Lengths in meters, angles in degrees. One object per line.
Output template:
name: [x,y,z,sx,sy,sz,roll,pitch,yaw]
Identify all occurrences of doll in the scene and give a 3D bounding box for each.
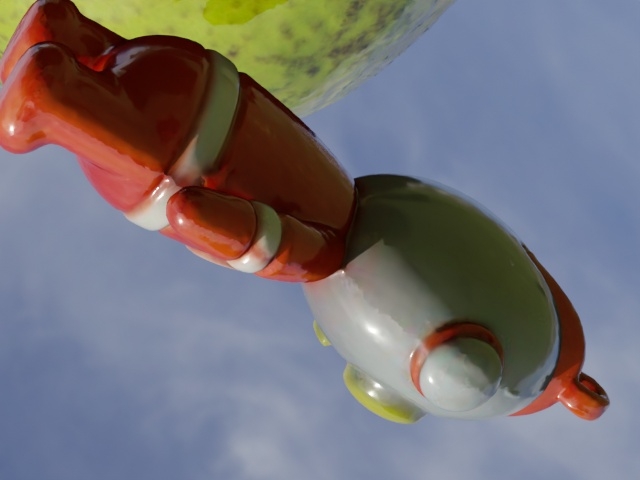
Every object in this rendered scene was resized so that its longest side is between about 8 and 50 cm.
doll: [0.000,0.000,0.927,0.336,0.105,0.200,30,-164,-17]

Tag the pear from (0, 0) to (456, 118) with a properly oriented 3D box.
pear: [-0.069,-0.237,1.244,0.391,0.391,0.391,23,-139,-22]
